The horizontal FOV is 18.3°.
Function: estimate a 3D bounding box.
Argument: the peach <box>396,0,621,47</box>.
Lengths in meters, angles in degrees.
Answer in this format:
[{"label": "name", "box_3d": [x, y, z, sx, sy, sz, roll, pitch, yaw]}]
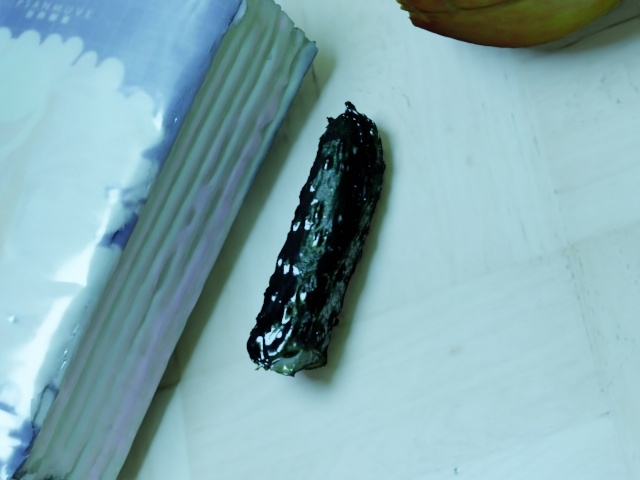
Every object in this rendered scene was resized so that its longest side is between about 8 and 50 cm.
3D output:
[{"label": "peach", "box_3d": [0.095, -0.255, 1.111, 0.245, 0.275, 0.248, -43, 60, 5]}]

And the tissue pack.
[{"label": "tissue pack", "box_3d": [-0.182, -0.017, 1.214, 0.242, 0.125, 0.343, 16, 73, 32]}]

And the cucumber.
[{"label": "cucumber", "box_3d": [0.000, 0.000, 1.164, 0.053, 0.053, 0.181, 5, 67, 28]}]
